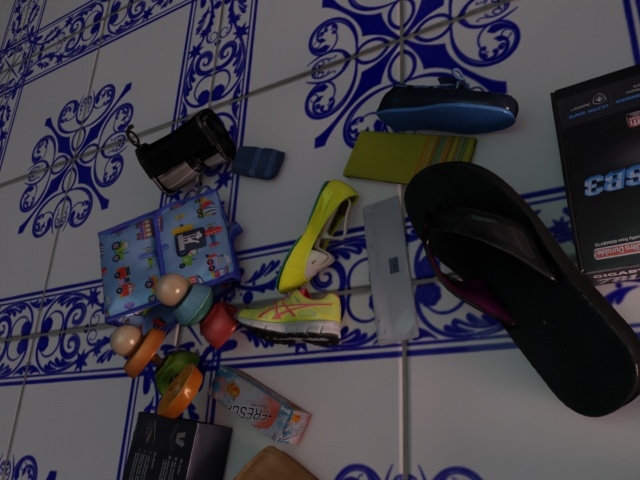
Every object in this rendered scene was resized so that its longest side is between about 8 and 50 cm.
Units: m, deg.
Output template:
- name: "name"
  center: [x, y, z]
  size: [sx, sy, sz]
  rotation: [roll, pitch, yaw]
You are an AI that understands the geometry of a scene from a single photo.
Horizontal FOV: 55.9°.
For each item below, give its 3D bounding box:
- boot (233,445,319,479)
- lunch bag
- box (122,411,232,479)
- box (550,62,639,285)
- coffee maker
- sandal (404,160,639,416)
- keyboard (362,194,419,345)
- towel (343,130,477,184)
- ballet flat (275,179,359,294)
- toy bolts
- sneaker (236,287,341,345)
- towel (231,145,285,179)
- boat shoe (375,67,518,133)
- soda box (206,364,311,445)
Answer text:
- name: "boot"
  center: [-0.046, 0.445, 0.854]
  size: [0.269, 0.089, 0.236]
  rotation: [19, 40, 36]
- name: "lunch bag"
  center: [-0.287, 0.040, 1.232]
  size: [0.293, 0.138, 0.221]
  rotation: [-25, 56, 9]
- name: "box"
  center: [-0.254, 0.392, 1.057]
  size: [0.158, 0.093, 0.156]
  rotation: [-2, 69, 35]
- name: "box"
  center: [0.476, -0.106, 0.790]
  size: [0.295, 0.073, 0.293]
  rotation: [-12, 63, 31]
- name: "coffee maker"
  center: [-0.299, -0.206, 1.299]
  size: [0.178, 0.171, 0.120]
  rotation: [-29, 40, 20]
- name: "sandal"
  center: [0.243, 0.038, 0.823]
  size: [0.446, 0.107, 0.167]
  rotation: [53, 135, 37]
- name: "keyboard"
  center: [0.115, 0.045, 1.010]
  size: [0.072, 0.014, 0.256]
  rotation: [-16, 62, 23]
- name: "towel"
  center: [0.153, -0.143, 1.061]
  size: [0.237, 0.021, 0.102]
  rotation: [12, 72, 38]
- name: "ballet flat"
  center: [0.000, 0.000, 1.071]
  size: [0.077, 0.077, 0.231]
  rotation: [23, 82, 22]
- name: "toy bolts"
  center: [-0.271, 0.175, 1.078]
  size: [0.228, 0.158, 0.218]
  rotation: [-51, 15, 0]
- name: "sneaker"
  center: [-0.050, 0.128, 1.050]
  size: [0.208, 0.081, 0.094]
  rotation: [0, 63, 27]
- name: "towel"
  center: [-0.130, -0.161, 1.254]
  size: [0.119, 0.029, 0.067]
  rotation: [13, 78, 37]
- name: "boat shoe"
  center: [0.206, -0.240, 1.011]
  size: [0.258, 0.109, 0.089]
  rotation: [13, 75, 35]
- name: "soda box"
  center: [-0.106, 0.278, 1.025]
  size: [0.183, 0.063, 0.058]
  rotation: [20, 82, 38]
